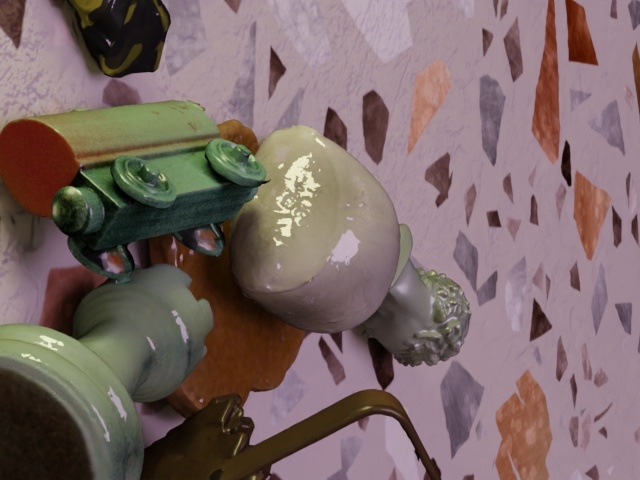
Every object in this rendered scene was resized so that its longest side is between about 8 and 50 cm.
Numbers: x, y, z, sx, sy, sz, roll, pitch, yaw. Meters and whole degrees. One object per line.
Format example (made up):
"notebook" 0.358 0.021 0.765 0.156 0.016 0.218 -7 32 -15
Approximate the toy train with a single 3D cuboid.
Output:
"toy train" -0.174 -0.064 1.576 0.285 0.177 0.116 -17 145 -59

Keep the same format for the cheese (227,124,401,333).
"cheese" 0.000 0.000 1.766 0.189 0.154 0.198 51 43 -49

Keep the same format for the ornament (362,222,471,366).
"ornament" 0.085 0.057 2.031 0.285 0.130 0.120 44 38 -50

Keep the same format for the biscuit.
"biscuit" -0.095 0.023 1.796 0.269 0.051 0.376 61 38 -34

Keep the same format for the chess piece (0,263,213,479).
"chess piece" -0.203 0.125 1.493 0.299 0.194 0.195 -46 128 -62

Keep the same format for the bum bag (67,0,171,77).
"bum bag" -0.210 -0.248 1.606 0.107 0.060 0.232 -57 134 -32

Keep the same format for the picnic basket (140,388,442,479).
"picnic basket" -0.032 0.287 1.573 0.254 0.321 0.291 61 3 -34
